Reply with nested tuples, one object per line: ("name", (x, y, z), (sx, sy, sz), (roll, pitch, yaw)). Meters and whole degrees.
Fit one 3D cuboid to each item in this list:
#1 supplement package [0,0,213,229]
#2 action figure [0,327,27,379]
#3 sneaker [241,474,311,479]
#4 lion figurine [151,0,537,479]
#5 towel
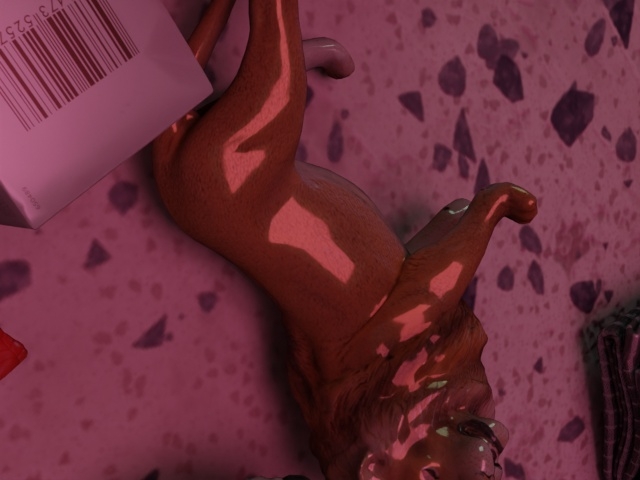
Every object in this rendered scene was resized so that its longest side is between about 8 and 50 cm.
("supplement package", (-0.154, -0.080, 0.411), (0.105, 0.179, 0.105), (-45, 118, -26))
("action figure", (-0.265, -0.022, 0.384), (0.139, 0.091, 0.280), (-43, 117, -37))
("sneaker", (-0.075, 0.331, 0.552), (0.147, 0.145, 0.385), (2, 95, -7))
("lion figurine", (0.000, 0.000, 0.581), (0.392, 0.142, 0.240), (45, 74, -13))
("towel", (0.385, 0.168, 0.881), (0.235, 0.121, 0.284), (-20, 106, -33))
